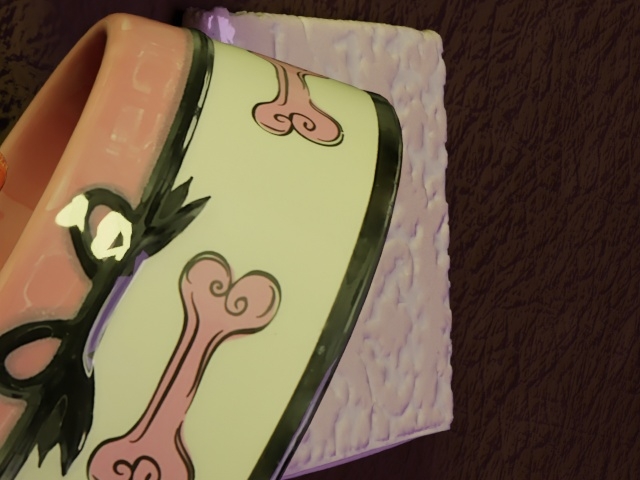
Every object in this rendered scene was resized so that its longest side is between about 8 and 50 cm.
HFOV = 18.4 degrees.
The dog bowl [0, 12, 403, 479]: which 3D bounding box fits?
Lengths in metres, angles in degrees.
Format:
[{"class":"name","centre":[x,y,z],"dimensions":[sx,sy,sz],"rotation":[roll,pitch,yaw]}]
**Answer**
[{"class":"dog bowl","centre":[-0.132,0.062,1.024],"dimensions":[0.150,0.408,0.408],"rotation":[32,68,-14]}]

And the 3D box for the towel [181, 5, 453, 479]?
[{"class":"towel","centre":[0.000,0.000,1.457],"dimensions":[0.317,0.053,0.332],"rotation":[-6,95,-57]}]

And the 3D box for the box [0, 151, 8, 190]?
[{"class":"box","centre":[-0.290,0.034,0.917],"dimensions":[0.154,0.142,0.300],"rotation":[56,46,-45]}]
